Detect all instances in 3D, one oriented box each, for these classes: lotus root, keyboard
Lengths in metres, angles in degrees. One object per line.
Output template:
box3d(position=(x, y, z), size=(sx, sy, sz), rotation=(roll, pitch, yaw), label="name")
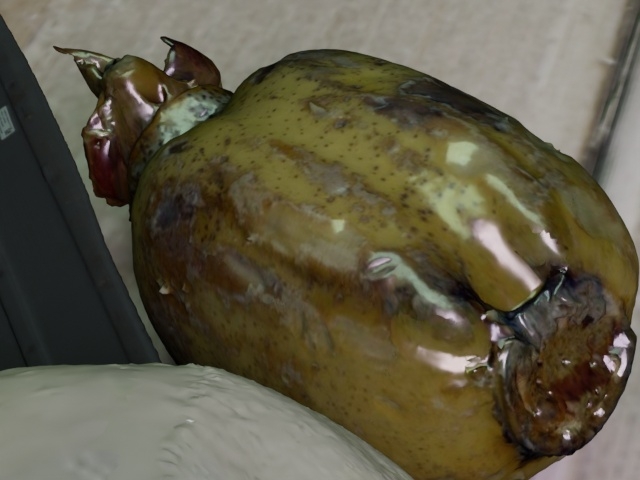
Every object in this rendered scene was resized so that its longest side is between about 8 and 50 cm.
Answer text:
box3d(position=(0.001, 0.001, 0.741), size=(0.278, 0.154, 0.154), rotation=(29, 51, 35), label="lotus root")
box3d(position=(-0.164, -0.038, 0.827), size=(0.103, 0.041, 0.381), rotation=(-36, 56, 8), label="keyboard")

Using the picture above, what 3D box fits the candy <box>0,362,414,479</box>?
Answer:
box3d(position=(-0.060, 0.149, 0.566), size=(0.295, 0.185, 0.295), rotation=(-2, 48, 3), label="candy")
